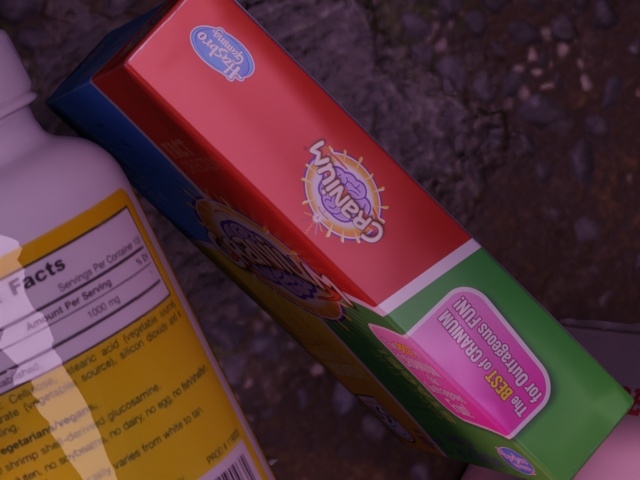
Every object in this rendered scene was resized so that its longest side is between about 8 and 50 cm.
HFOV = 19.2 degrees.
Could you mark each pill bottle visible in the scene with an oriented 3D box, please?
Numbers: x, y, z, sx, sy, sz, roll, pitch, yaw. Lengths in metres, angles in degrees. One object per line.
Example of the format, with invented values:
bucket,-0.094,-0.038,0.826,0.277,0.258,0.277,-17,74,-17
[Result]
pill bottle,-0.160,0.065,1.027,0.188,0.188,0.334,-28,99,-16

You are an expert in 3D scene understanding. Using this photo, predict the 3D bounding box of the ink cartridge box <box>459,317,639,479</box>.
ink cartridge box,0.158,0.256,1.078,0.166,0.285,0.395,32,81,-16

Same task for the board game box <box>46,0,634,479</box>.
board game box,0.000,0.000,1.055,0.316,0.242,0.064,44,78,-12

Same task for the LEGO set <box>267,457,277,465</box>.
LEGO set,-0.051,0.152,1.149,0.083,0.023,0.054,23,83,-16
